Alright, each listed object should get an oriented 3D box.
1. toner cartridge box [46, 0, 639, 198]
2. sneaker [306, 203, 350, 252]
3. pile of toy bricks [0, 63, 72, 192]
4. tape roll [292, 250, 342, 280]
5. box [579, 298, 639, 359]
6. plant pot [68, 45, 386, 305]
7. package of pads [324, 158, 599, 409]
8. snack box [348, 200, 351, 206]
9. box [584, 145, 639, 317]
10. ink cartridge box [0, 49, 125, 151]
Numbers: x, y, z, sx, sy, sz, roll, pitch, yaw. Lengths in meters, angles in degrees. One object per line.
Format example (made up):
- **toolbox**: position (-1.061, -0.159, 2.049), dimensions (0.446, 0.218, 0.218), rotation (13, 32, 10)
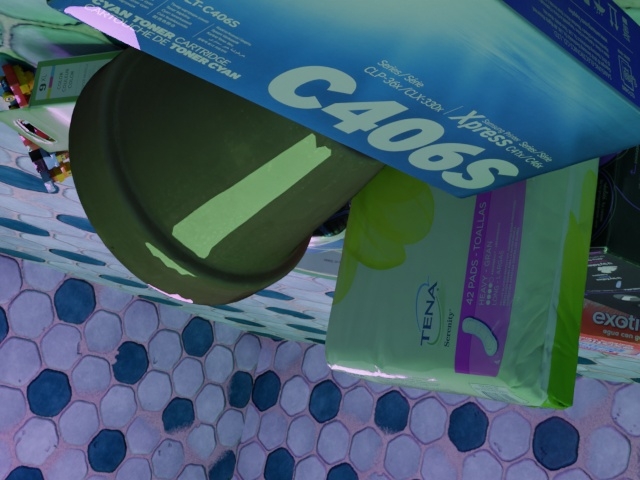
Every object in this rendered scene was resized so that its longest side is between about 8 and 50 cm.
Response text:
- **toner cartridge box**: position (0.043, -0.123, 0.473), dimensions (0.348, 0.075, 0.165), rotation (19, 153, -41)
- **sneaker**: position (-0.043, -0.017, 1.042), dimensions (0.211, 0.080, 0.081), rotation (9, 161, 33)
- **pile of toy bricks**: position (-0.336, -0.147, 1.074), dimensions (0.105, 0.118, 0.212), rotation (-25, 162, -14)
- **tape roll**: position (0.000, 0.000, 1.409), dimensions (0.321, 0.077, 0.321), rotation (12, 167, 3)
- **box**: position (0.455, 0.096, 1.252), dimensions (0.300, 0.142, 0.154), rotation (10, 167, 11)
- **plant pot**: position (-0.054, -0.093, 0.737), dimensions (0.263, 0.263, 0.229), rotation (23, 147, -40)
- **package of pads**: position (0.122, -0.012, 0.738), dimensions (0.101, 0.296, 0.229), rotation (19, 166, -37)
- **snack box**: position (0.008, -0.074, 1.082), dimensions (0.174, 0.070, 0.207), rotation (24, 163, -40)
- **box**: position (0.322, -0.022, 0.809), dimensions (0.270, 0.165, 0.143), rotation (19, 165, -28)
- **ink cartridge box**: position (-0.250, -0.156, 0.927), dimensions (0.209, 0.062, 0.109), rotation (-3, 162, 21)
